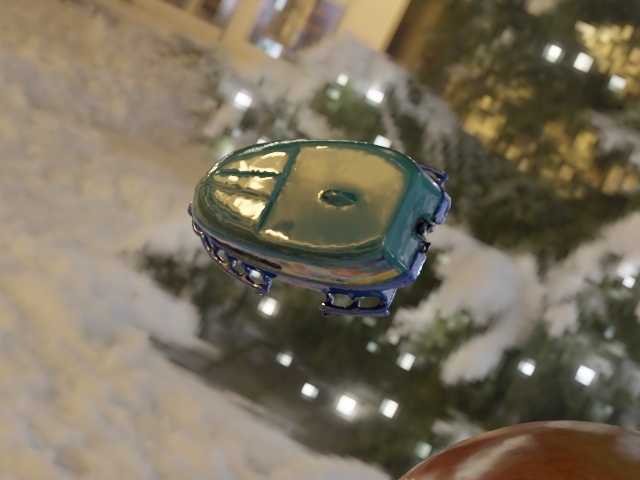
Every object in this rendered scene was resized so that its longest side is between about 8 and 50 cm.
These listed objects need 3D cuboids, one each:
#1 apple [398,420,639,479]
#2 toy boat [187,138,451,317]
[{"bbox_3d":[0.095,0.169,0.682,0.164,0.209,0.209,-23,-28,35],"label":"apple"},{"bbox_3d":[0.000,0.000,0.935,0.175,0.091,0.110,10,-23,39],"label":"toy boat"}]
